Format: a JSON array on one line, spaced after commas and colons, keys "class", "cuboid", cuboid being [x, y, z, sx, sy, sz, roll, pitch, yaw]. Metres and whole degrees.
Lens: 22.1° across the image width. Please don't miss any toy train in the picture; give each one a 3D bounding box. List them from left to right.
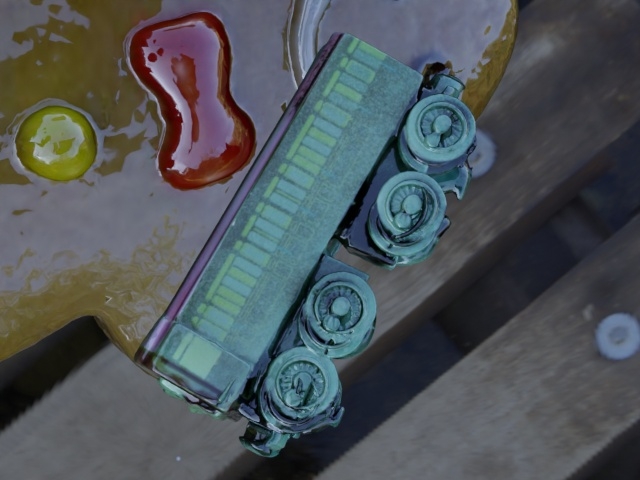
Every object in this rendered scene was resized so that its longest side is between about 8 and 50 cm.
[{"class": "toy train", "cuboid": [0.000, 0.000, 0.561, 0.071, 0.038, 0.148, 29, 81, 12]}]

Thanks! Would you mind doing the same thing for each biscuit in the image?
[{"class": "biscuit", "cuboid": [-0.100, -0.052, 0.710, 0.432, 0.064, 0.283, -18, 112, -16]}]
